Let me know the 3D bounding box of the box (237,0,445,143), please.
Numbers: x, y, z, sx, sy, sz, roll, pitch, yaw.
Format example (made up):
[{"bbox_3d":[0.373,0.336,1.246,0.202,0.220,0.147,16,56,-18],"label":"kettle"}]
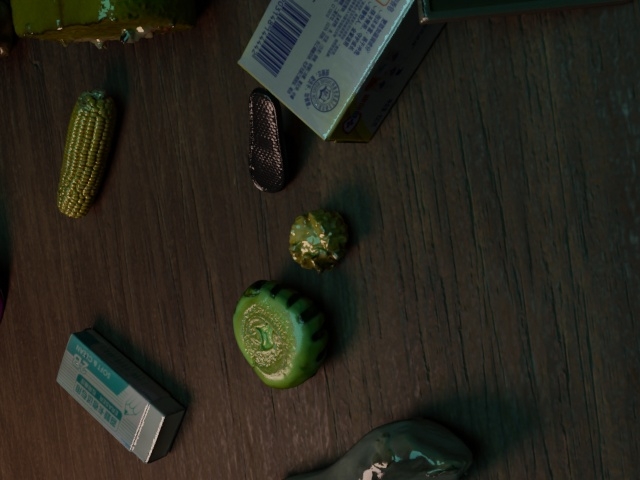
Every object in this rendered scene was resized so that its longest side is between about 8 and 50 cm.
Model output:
[{"bbox_3d":[0.042,-0.261,0.942,0.168,0.097,0.265,43,117,22],"label":"box"}]

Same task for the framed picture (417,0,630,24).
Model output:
[{"bbox_3d":[0.188,-0.368,0.808,0.211,0.020,0.290,-6,93,-1],"label":"framed picture"}]

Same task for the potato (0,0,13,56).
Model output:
[{"bbox_3d":[-0.526,-0.344,1.349,0.046,0.045,0.092,-1,98,-7],"label":"potato"}]

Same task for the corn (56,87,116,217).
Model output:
[{"bbox_3d":[-0.354,-0.130,1.244,0.067,0.067,0.206,31,112,27],"label":"corn"}]

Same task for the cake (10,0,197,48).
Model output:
[{"bbox_3d":[-0.287,-0.336,1.109,0.260,0.179,0.156,6,98,36],"label":"cake"}]

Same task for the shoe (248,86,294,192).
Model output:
[{"bbox_3d":[-0.058,-0.131,1.048,0.062,0.053,0.159,22,139,22],"label":"shoe"}]

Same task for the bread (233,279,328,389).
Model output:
[{"bbox_3d":[-0.051,0.119,1.066,0.139,0.071,0.130,35,117,24],"label":"bread"}]

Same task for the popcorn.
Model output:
[{"bbox_3d":[0.000,0.000,1.027,0.083,0.057,0.082,32,106,31],"label":"popcorn"}]

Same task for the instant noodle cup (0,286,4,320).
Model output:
[{"bbox_3d":[-0.701,0.089,1.414,0.190,0.251,0.251,41,116,33],"label":"instant noodle cup"}]

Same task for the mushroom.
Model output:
[{"bbox_3d":[0.039,0.307,1.015,0.351,0.097,0.109,-35,75,34],"label":"mushroom"}]

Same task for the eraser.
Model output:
[{"bbox_3d":[-0.311,0.234,1.268,0.225,0.052,0.096,33,111,26],"label":"eraser"}]
